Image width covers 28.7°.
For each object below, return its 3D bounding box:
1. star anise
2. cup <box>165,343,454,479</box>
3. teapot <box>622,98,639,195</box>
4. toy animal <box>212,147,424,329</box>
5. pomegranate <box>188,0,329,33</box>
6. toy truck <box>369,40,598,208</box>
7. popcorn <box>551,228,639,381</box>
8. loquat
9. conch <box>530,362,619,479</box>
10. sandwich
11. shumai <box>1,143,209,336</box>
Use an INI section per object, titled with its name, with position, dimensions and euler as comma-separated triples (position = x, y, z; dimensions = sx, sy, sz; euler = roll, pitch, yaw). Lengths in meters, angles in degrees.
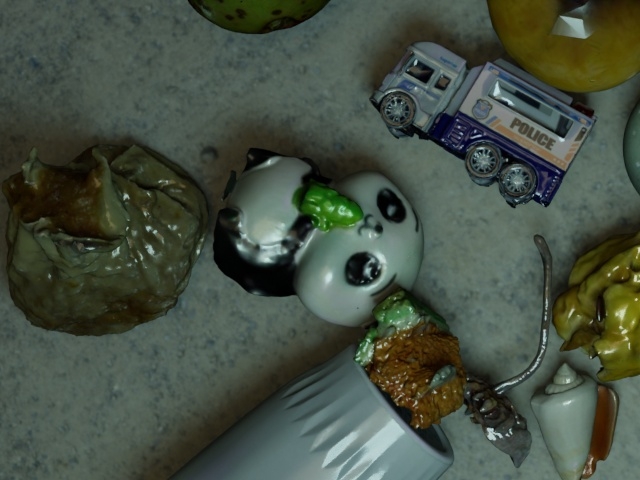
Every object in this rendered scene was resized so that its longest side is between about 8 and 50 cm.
[star anise]
position = 0.261, 0.144, 1.619
dimensions = 0.227, 0.148, 0.218
euler = -40, 96, 3
[cup]
position = -0.026, 0.328, 1.631
dimensions = 0.371, 0.253, 0.253
euler = -41, 84, 10
[teapot]
position = 0.472, -0.114, 1.553
dimensions = 0.193, 0.129, 0.294
euler = -18, 78, 5
[toy animal]
position = 0.001, -0.005, 1.630
dimensions = 0.267, 0.212, 0.212
euler = 15, 96, 15
[pomegranate]
position = -0.084, -0.404, 1.649
dimensions = 0.231, 0.231, 0.285
euler = -18, 57, 13
[toy truck]
position = 0.208, -0.161, 1.620
dimensions = 0.268, 0.124, 0.155
euler = 31, 92, 8
[popcorn]
position = 0.407, 0.074, 1.555
dimensions = 0.254, 0.191, 0.190
euler = -17, 74, 22
[loquat]
position = 0.319, -0.299, 1.533
dimensions = 0.235, 0.235, 0.235
euler = 1, 93, 13
[conch]
position = 0.335, 0.241, 1.627
dimensions = 0.094, 0.104, 0.176
euler = -15, 94, 48
[sandwich]
position = 0.132, 0.150, 1.571
dimensions = 0.109, 0.185, 0.160
euler = -49, 65, 10
[shumai]
position = -0.327, 0.013, 1.682
dimensions = 0.314, 0.262, 0.267
euler = -42, 83, 13
